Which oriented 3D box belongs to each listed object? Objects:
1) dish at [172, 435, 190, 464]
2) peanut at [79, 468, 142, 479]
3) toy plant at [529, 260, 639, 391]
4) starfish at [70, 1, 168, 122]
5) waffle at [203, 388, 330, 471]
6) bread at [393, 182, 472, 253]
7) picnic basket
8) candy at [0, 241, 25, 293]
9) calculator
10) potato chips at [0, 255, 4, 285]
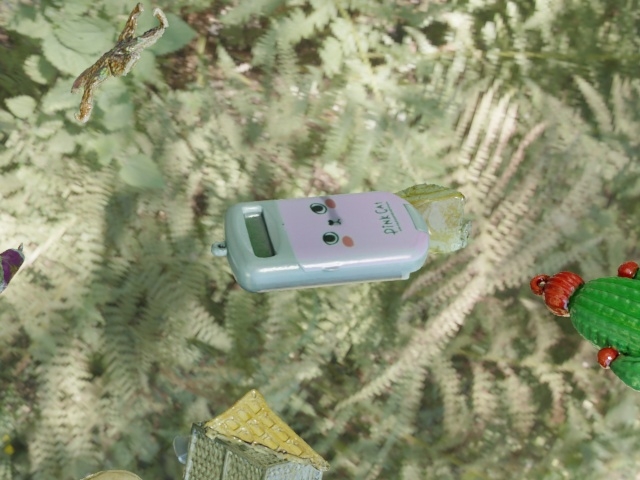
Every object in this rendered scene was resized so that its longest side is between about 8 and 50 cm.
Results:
[{"bbox_3d":[-0.235,0.407,2.046,0.039,0.137,0.091,-37,120,-51],"label":"dish"},{"bbox_3d":[-0.401,0.430,1.667,0.275,0.111,0.125,-9,100,-9],"label":"peanut"},{"bbox_3d":[0.365,0.085,1.257,0.155,0.240,0.088,-23,127,-8],"label":"toy plant"},{"bbox_3d":[-0.306,-0.262,1.622,0.053,0.150,0.209,38,68,-28],"label":"starfish"},{"bbox_3d":[-0.069,0.271,1.411,0.097,0.153,0.023,-36,162,-38],"label":"waffle"},{"bbox_3d":[0.134,-0.027,1.592,0.110,0.156,0.103,-16,101,-32],"label":"bread"},{"bbox_3d":[-0.112,0.392,1.846,0.154,0.196,0.134,-5,109,-46],"label":"picnic basket"},{"bbox_3d":[-0.467,0.046,1.574,0.045,0.175,0.043,-38,107,17],"label":"candy"},{"bbox_3d":[0.000,0.000,1.208,0.246,0.141,0.045,-5,126,-10],"label":"calculator"},{"bbox_3d":[-0.533,-0.092,1.248,0.070,0.429,0.358,-35,152,8],"label":"potato chips"}]
